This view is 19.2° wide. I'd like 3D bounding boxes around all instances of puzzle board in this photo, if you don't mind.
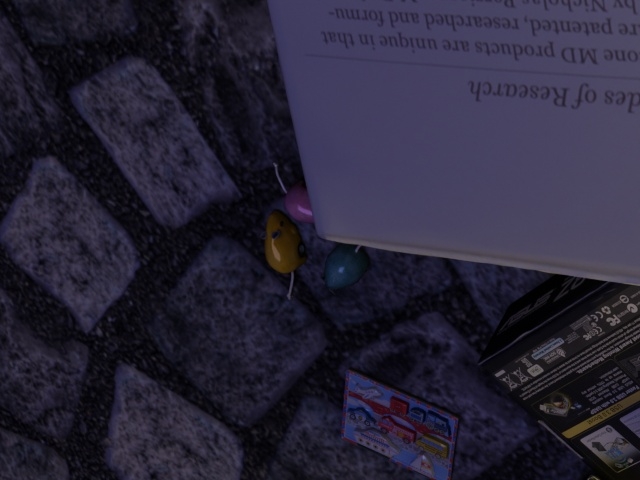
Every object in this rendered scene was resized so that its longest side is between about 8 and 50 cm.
[{"bbox_3d":[0.078,0.190,1.905,0.128,0.011,0.096,23,131,23],"label":"puzzle board"}]

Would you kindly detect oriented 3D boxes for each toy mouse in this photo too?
[{"bbox_3d":[0.000,0.000,1.814,0.143,0.031,0.161,4,122,35],"label":"toy mouse"}]

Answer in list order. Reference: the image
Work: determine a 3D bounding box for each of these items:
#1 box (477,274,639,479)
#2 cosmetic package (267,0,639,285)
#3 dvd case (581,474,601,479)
[{"bbox_3d":[0.367,0.101,1.533,0.318,0.097,0.395,42,137,-8],"label":"box"},{"bbox_3d":[0.174,-0.226,1.195,0.327,0.329,0.394,7,123,33],"label":"cosmetic package"},{"bbox_3d":[0.296,0.280,1.693,0.179,0.029,0.239,38,174,9],"label":"dvd case"}]
